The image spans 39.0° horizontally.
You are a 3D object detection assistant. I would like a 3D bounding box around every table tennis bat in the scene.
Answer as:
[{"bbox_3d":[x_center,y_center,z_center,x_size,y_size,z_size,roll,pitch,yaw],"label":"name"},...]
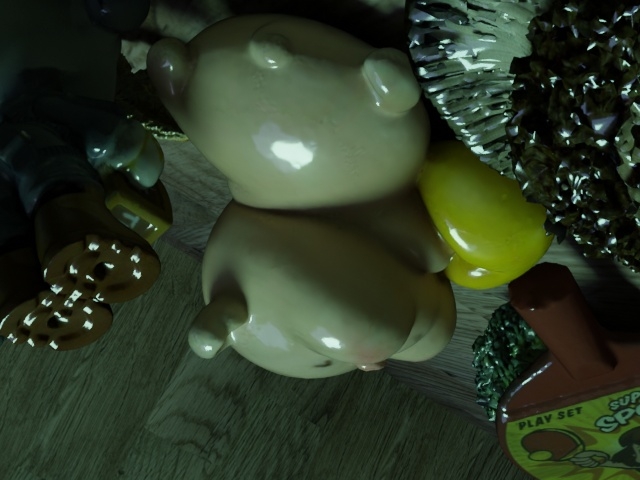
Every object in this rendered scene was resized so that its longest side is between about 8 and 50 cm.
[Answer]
[{"bbox_3d":[0.288,0.152,0.884,0.268,0.051,0.414,-20,135,24],"label":"table tennis bat"}]

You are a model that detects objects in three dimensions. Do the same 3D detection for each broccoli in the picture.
[{"bbox_3d":[0.320,0.168,1.057,0.304,0.145,0.165,22,162,-18],"label":"broccoli"}]

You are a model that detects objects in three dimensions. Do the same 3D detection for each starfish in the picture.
[{"bbox_3d":[-0.229,-0.129,0.880,0.295,0.231,0.048,46,163,42],"label":"starfish"}]

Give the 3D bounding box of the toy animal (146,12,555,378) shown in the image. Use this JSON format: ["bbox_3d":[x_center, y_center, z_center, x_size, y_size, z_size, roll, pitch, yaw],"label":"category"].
[{"bbox_3d":[0.016,0.006,0.693,0.277,0.247,0.345,23,168,28],"label":"toy animal"}]

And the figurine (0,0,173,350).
[{"bbox_3d":[-0.219,-0.095,0.711,0.186,0.261,0.382,39,-163,-53],"label":"figurine"}]

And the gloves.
[{"bbox_3d":[0.156,-0.048,0.351,0.312,0.135,0.210,49,166,48],"label":"gloves"}]
